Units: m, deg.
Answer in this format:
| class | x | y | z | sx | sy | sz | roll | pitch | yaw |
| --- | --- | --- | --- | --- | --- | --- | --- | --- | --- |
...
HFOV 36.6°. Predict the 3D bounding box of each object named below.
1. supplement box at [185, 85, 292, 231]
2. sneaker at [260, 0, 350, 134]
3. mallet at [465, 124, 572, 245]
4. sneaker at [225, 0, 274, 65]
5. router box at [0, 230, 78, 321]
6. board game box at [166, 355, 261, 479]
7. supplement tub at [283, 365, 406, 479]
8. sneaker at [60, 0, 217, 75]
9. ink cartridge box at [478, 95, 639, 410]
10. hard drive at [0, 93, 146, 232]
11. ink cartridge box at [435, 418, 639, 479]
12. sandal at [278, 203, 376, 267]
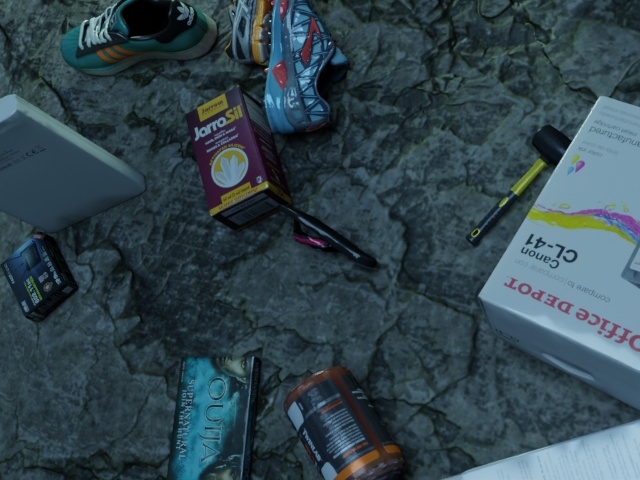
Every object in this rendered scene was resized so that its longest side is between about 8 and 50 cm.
| class | x | y | z | sx | sy | sz | roll | pitch | yaw |
| --- | --- | --- | --- | --- | --- | --- | --- | --- | --- |
| supplement box | -0.126 | -0.124 | 1.469 | 0.104 | 0.081 | 0.188 | -26 | 63 | 17 |
| sneaker | -0.014 | -0.282 | 1.476 | 0.125 | 0.104 | 0.261 | 3 | 78 | 9 |
| mallet | 0.269 | -0.063 | 1.285 | 0.062 | 0.039 | 0.189 | 39 | 96 | 34 |
| sneaker | -0.106 | -0.381 | 1.548 | 0.083 | 0.084 | 0.214 | -1 | 73 | 31 |
| router box | -0.465 | 0.059 | 1.597 | 0.092 | 0.038 | 0.122 | -40 | 60 | 10 |
| board game box | -0.152 | 0.259 | 1.384 | 0.126 | 0.026 | 0.186 | -4 | 71 | 25 |
| supplement tub | 0.039 | 0.266 | 1.242 | 0.106 | 0.106 | 0.198 | -39 | 60 | 10 |
| sneaker | -0.329 | -0.357 | 1.623 | 0.302 | 0.121 | 0.108 | -4 | 71 | 25 |
| ink cartridge box | 0.360 | 0.010 | 1.130 | 0.226 | 0.131 | 0.306 | 25 | 73 | 30 |
| hard drive | -0.440 | -0.107 | 1.484 | 0.203 | 0.307 | 0.040 | -22 | 64 | 18 |
| ink cartridge box | 0.312 | 0.319 | 1.115 | 0.371 | 0.069 | 0.175 | -20 | 66 | 16 |
| sandal | 0.000 | 0.000 | 1.378 | 0.179 | 0.067 | 0.040 | 35 | 101 | 28 |
